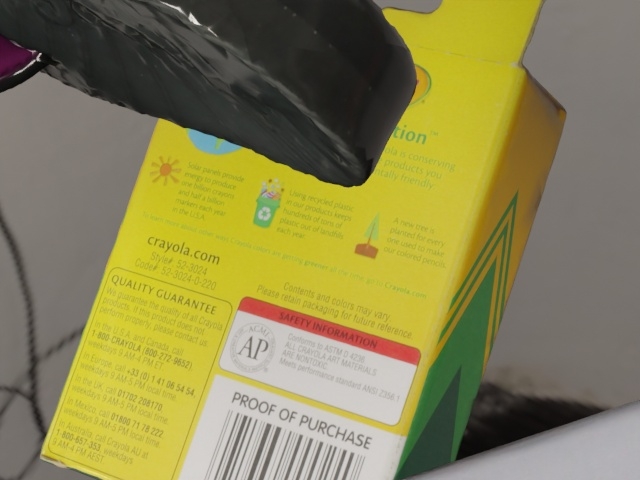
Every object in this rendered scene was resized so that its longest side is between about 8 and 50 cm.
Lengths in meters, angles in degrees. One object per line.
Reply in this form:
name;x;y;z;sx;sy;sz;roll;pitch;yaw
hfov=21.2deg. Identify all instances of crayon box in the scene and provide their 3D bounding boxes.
crayon box;0.000;0.000;0.908;0.081;0.202;0.318;29;79;-61

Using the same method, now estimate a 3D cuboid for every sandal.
sandal;-0.168;-0.096;0.593;0.167;0.446;0.107;40;78;-48

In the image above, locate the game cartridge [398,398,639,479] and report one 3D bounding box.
game cartridge;0.075;0.123;0.449;0.196;0.060;0.294;-25;149;13
